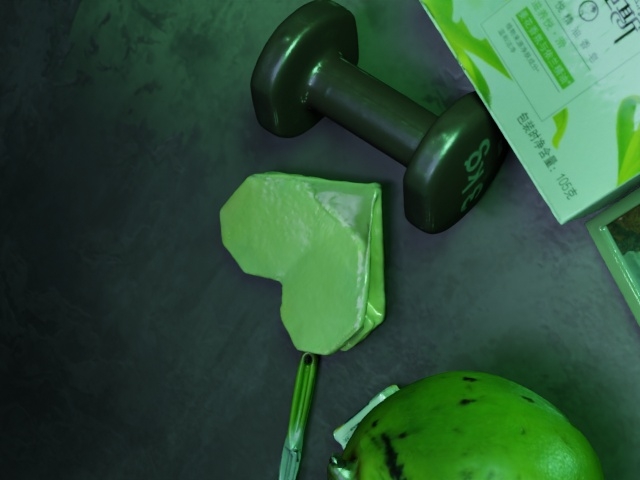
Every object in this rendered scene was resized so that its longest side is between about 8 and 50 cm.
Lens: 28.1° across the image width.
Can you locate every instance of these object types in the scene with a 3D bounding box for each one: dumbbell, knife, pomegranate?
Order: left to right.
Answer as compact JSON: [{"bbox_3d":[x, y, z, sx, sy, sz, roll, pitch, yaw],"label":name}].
[{"bbox_3d":[-0.026,0.200,1.369,0.022,0.026,0.184,8,107,-9],"label":"knife"},{"bbox_3d":[0.054,-0.115,1.170,0.225,0.124,0.140,34,156,24],"label":"dumbbell"},{"bbox_3d":[0.162,0.260,1.138,0.341,0.260,0.260,17,113,-1],"label":"pomegranate"}]

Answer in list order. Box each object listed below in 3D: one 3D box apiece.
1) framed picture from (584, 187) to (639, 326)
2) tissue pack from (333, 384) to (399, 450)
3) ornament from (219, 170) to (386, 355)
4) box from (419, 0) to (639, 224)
[{"bbox_3d":[0.346,0.046,1.060,0.184,0.016,0.250,-36,70,35],"label":"framed picture"},{"bbox_3d":[0.061,0.194,1.296,0.062,0.042,0.083,52,124,11],"label":"tissue pack"},{"bbox_3d":[0.000,0.000,1.285,0.180,0.059,0.201,-46,73,30],"label":"ornament"},{"bbox_3d":[0.223,-0.175,1.060,0.194,0.111,0.260,-37,77,34],"label":"box"}]
